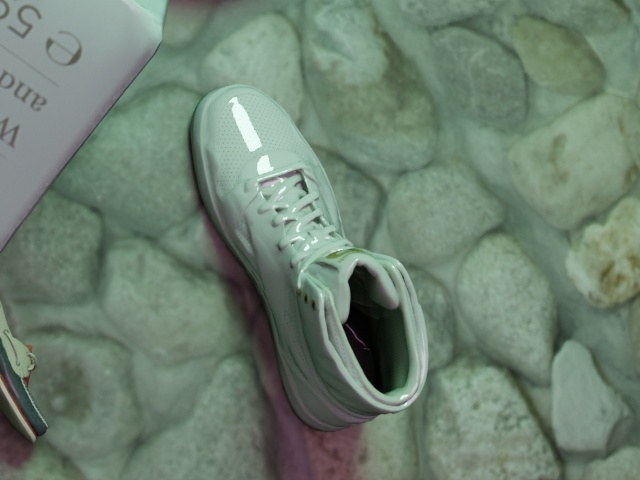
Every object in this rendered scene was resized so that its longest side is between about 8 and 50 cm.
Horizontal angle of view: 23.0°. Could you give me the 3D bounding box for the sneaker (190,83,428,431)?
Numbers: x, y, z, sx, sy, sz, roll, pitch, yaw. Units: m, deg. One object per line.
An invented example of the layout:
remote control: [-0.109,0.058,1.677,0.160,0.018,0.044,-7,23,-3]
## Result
sneaker: [0.000,0.000,1.204,0.108,0.169,0.292,-22,88,-22]

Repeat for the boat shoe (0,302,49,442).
boat shoe: [-0.234,0.083,1.160,0.043,0.049,0.137,-29,88,-26]

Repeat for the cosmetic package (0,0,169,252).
cosmetic package: [-0.325,-0.103,0.913,0.329,0.327,0.393,36,105,-15]
